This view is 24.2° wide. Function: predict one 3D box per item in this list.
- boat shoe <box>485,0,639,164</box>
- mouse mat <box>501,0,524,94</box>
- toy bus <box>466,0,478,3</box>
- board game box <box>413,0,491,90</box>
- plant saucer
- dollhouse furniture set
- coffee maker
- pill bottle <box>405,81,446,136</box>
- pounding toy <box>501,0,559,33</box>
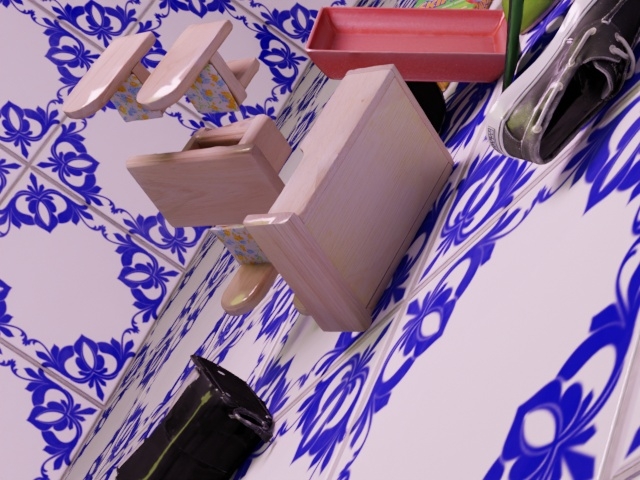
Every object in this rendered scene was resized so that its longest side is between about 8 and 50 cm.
[{"bbox_3d":[0.238,-0.151,1.303,0.219,0.078,0.070,-51,40,-10],"label":"boat shoe"},{"bbox_3d":[0.218,-0.254,1.664,0.152,0.007,0.189,-66,-19,-55],"label":"mouse mat"},{"bbox_3d":[0.212,-0.433,2.058,0.211,0.220,0.149,-57,11,33],"label":"toy bus"},{"bbox_3d":[0.171,-0.306,2.212,0.124,0.039,0.259,-7,43,38],"label":"board game box"},{"bbox_3d":[0.118,-0.250,1.905,0.259,0.258,0.047,-78,-11,-68],"label":"plant saucer"},{"bbox_3d":[-0.082,-0.043,1.748,0.394,0.362,0.256,-3,44,41],"label":"dollhouse furniture set"},{"bbox_3d":[-0.150,0.245,1.737,0.178,0.120,0.171,-55,9,6],"label":"coffee maker"},{"bbox_3d":[0.082,-0.161,2.014,0.122,0.123,0.219,-57,9,-10],"label":"pill bottle"},{"bbox_3d":[0.274,-0.381,1.837,0.237,0.110,0.183,-55,8,7],"label":"pounding toy"}]
